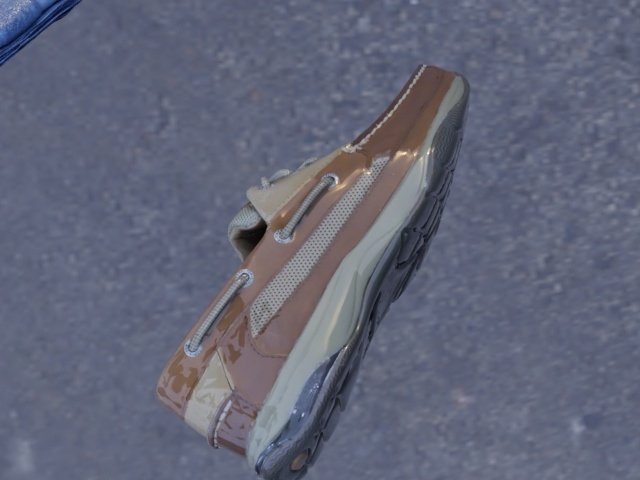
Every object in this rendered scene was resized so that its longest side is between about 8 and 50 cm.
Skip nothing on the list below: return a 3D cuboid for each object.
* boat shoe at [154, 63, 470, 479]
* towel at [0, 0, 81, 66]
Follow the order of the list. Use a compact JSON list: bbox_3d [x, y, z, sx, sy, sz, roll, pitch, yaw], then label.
[{"bbox_3d":[0.000,0.000,1.094,0.119,0.324,0.123,23,144,10],"label":"boat shoe"},{"bbox_3d":[-0.170,-0.144,0.959,0.067,0.119,0.029,31,148,22],"label":"towel"}]
